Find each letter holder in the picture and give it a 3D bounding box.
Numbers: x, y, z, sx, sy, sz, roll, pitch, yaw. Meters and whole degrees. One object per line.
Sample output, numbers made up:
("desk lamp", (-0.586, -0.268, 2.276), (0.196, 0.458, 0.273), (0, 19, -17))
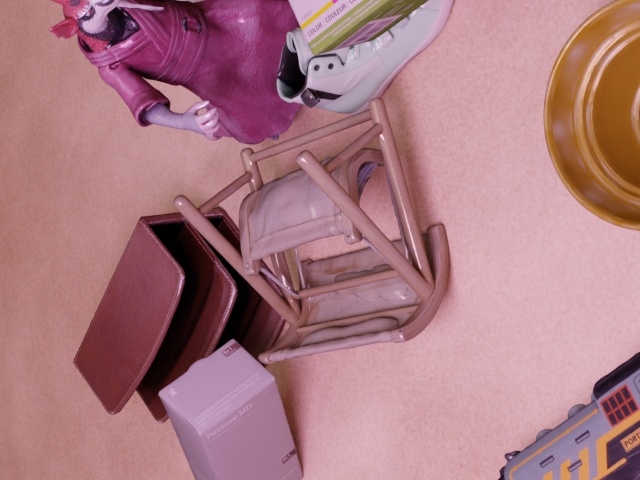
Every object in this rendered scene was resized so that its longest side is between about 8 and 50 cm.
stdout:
("letter holder", (-0.201, 0.138, 1.502), (0.214, 0.152, 0.302), (50, 127, 27))

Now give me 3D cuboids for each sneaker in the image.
("sneaker", (0.048, -0.247, 1.198), (0.094, 0.151, 0.256), (54, 128, 28))

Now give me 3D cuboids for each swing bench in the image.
("swing bench", (0.000, 0.000, 1.261), (0.253, 0.165, 0.255), (-15, 109, 45))

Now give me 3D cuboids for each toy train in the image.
("toy train", (0.300, 0.242, 1.027), (0.334, 0.142, 0.190), (-49, 49, 39))

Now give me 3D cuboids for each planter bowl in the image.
("planter bowl", (0.326, -0.120, 0.975), (0.217, 0.090, 0.217), (7, 100, 45))

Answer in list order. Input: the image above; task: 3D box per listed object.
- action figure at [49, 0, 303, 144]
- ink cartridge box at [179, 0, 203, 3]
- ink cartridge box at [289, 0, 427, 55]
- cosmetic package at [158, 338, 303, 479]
("action figure", (-0.177, -0.255, 1.273), (0.275, 0.370, 0.248), (11, 92, 52))
("ink cartridge box", (-0.173, -0.377, 1.499), (0.145, 0.045, 0.179), (18, 126, 42))
("ink cartridge box", (0.025, -0.350, 1.068), (0.188, 0.097, 0.255), (-27, 86, 51))
("cosmetic package", (-0.113, 0.259, 1.373), (0.107, 0.127, 0.238), (38, 154, 35))
